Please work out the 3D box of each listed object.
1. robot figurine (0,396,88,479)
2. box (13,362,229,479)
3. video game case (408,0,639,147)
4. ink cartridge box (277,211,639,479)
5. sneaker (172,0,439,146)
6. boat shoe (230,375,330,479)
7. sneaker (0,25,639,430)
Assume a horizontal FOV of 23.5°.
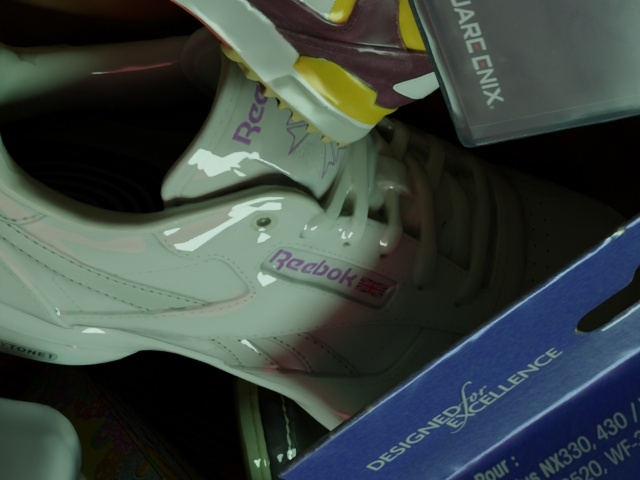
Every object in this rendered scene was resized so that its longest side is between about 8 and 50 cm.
[{"bbox_3d":[-0.267,0.106,0.571,0.353,0.200,0.300,8,151,1],"label":"robot figurine"},{"bbox_3d":[-0.110,0.265,0.772,0.279,0.290,0.177,44,176,-31],"label":"box"},{"bbox_3d":[0.136,-0.126,0.340,0.274,0.026,0.196,-10,129,19],"label":"video game case"},{"bbox_3d":[0.192,0.059,0.583,0.303,0.072,0.307,-38,148,22],"label":"ink cartridge box"},{"bbox_3d":[-0.015,-0.100,0.429,0.084,0.069,0.185,-33,141,21],"label":"sneaker"},{"bbox_3d":[0.010,0.116,0.826,0.073,0.080,0.223,-11,156,9],"label":"boat shoe"},{"bbox_3d":[0.000,0.000,0.554,0.305,0.114,0.152,8,153,-15],"label":"sneaker"}]
